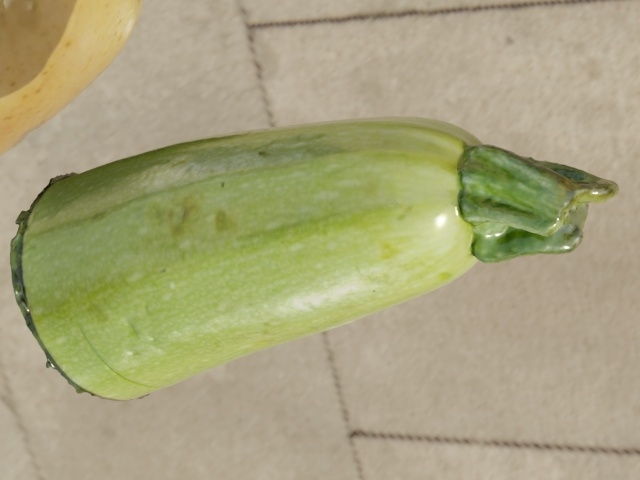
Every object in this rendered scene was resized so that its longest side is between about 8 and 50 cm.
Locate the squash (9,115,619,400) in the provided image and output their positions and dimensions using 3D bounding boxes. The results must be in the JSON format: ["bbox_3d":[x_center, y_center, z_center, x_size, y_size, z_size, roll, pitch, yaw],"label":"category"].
[{"bbox_3d":[0.000,0.000,0.575,0.224,0.094,0.094,-12,110,36],"label":"squash"}]

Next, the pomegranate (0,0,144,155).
[{"bbox_3d":[-0.249,-0.199,0.881,0.338,0.338,0.338,14,122,23],"label":"pomegranate"}]
